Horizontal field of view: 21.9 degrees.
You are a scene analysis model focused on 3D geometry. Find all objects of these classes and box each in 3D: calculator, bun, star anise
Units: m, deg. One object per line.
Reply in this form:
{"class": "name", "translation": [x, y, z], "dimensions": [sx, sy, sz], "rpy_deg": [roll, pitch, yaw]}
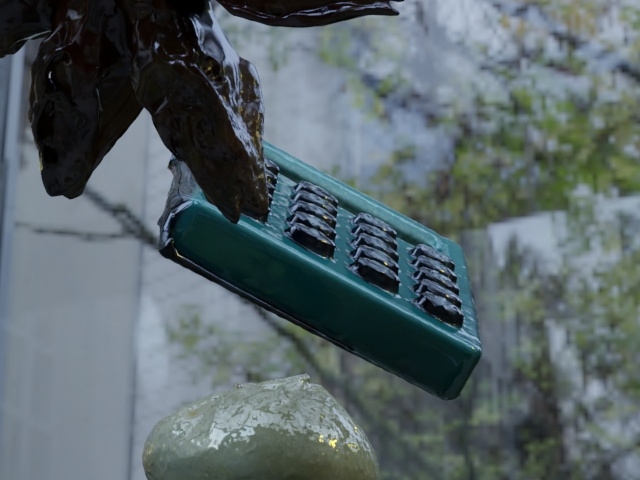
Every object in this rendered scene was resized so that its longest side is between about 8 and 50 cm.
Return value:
{"class": "calculator", "translation": [0.000, 0.000, 1.186], "dimensions": [0.248, 0.058, 0.274], "rpy_deg": [28, 14, -6]}
{"class": "bun", "translation": [-0.049, 0.176, 1.454], "dimensions": [0.222, 0.127, 0.222], "rpy_deg": [13, -11, 3]}
{"class": "star anise", "translation": [-0.082, -0.141, 0.759], "dimensions": [0.288, 0.288, 0.088], "rpy_deg": [-13, 7, 33]}
